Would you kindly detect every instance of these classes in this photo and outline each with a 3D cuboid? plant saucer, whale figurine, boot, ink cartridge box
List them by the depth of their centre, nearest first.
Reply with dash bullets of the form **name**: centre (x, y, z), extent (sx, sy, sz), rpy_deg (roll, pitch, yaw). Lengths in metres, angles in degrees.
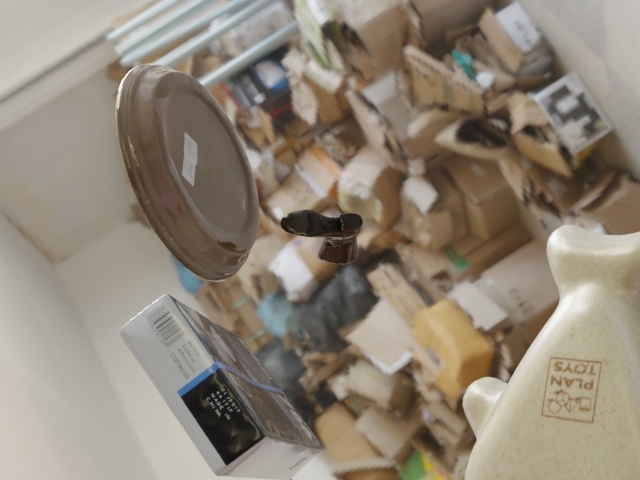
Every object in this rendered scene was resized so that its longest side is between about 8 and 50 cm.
- **whale figurine**: centre (0.208, 0.127, 0.753), extent (0.216, 0.272, 0.141), rpy_deg (-1, 167, 41)
- **ink cartridge box**: centre (-0.084, 0.162, 1.072), extent (0.165, 0.065, 0.332), rpy_deg (51, 178, 16)
- **plant saucer**: centre (-0.148, -0.087, 1.268), extent (0.278, 0.041, 0.277), rpy_deg (51, -151, -42)
- **boot**: centre (0.000, 0.000, 1.353), extent (0.114, 0.106, 0.037), rpy_deg (100, 172, -67)
